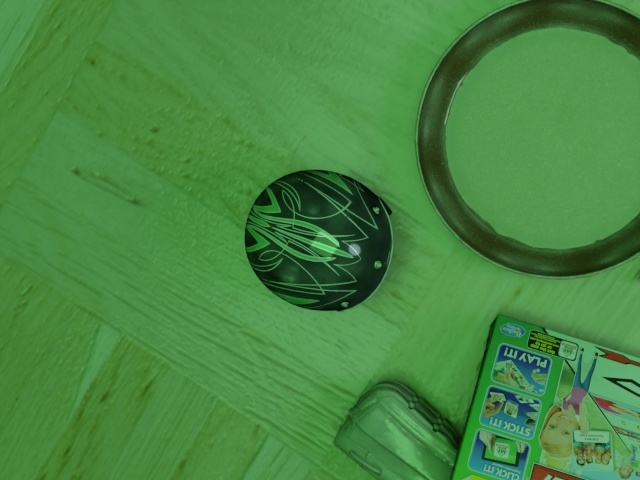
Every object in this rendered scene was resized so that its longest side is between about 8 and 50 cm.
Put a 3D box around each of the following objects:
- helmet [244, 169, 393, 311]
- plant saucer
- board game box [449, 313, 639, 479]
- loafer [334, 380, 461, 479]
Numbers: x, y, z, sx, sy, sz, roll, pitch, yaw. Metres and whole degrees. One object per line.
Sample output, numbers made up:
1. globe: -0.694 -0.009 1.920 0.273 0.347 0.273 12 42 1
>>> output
1. helmet: 0.000 0.000 1.256 0.169 0.161 0.170 0 91 10
2. plant saucer: 0.261 -0.113 1.263 0.310 0.050 0.311 0 92 11
3. board game box: 0.309 0.226 1.207 0.317 0.046 0.214 17 67 5
4. loafer: 0.153 0.294 1.267 0.319 0.112 0.111 43 103 15
